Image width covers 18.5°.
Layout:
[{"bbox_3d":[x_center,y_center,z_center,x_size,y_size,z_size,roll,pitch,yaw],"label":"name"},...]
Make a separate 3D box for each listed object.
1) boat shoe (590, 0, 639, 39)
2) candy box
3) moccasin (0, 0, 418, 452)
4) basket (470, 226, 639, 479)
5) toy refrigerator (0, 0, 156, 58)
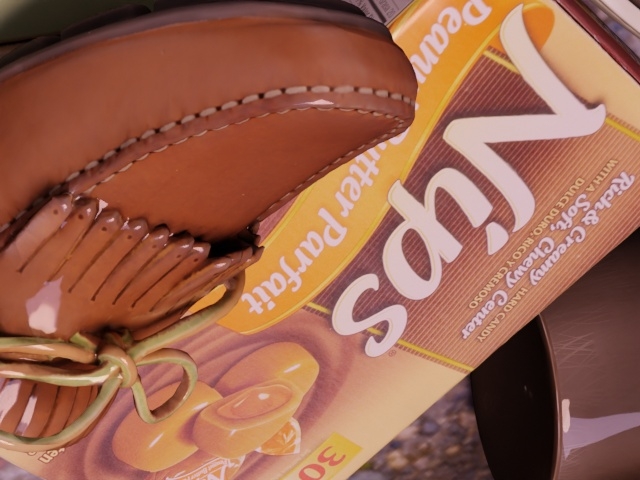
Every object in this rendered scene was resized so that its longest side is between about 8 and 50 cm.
[{"bbox_3d":[0.182,-0.112,0.891,0.228,0.081,0.068,23,113,-43],"label":"boat shoe"},{"bbox_3d":[0.000,0.000,0.893,0.316,0.087,0.183,-43,131,13],"label":"candy box"},{"bbox_3d":[-0.120,0.029,0.753,0.380,0.147,0.139,-28,157,23],"label":"moccasin"},{"bbox_3d":[0.202,0.065,0.995,0.227,0.154,0.204,-6,117,-14],"label":"basket"},{"bbox_3d":[-0.156,-0.116,0.730,0.270,0.094,0.102,-10,130,-15],"label":"toy refrigerator"}]
